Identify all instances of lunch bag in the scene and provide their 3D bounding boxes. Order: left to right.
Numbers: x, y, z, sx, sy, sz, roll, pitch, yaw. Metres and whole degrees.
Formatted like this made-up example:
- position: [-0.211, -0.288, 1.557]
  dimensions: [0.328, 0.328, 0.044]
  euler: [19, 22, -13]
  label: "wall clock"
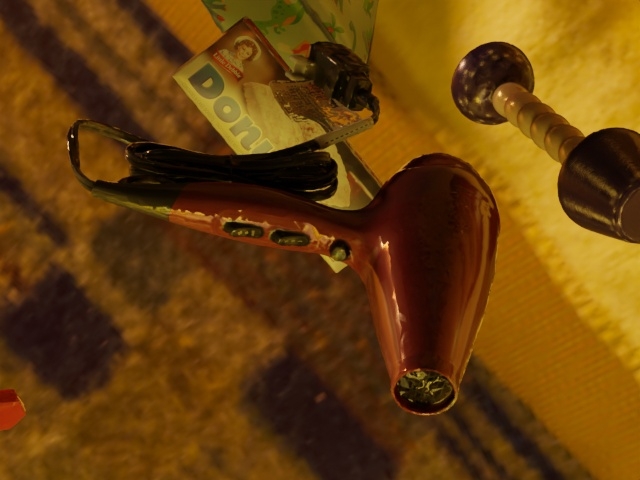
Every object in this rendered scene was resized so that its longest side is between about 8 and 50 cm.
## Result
- position: [-0.032, -0.224, 1.192]
  dimensions: [0.219, 0.090, 0.176]
  euler: [50, 39, -49]
  label: "lunch bag"

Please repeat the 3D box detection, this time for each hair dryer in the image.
- position: [0.000, 0.000, 0.968]
  dimensions: [0.224, 0.080, 0.293]
  euler: [-24, 48, -26]
  label: "hair dryer"

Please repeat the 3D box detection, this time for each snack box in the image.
- position: [-0.019, -0.064, 1.101]
  dimensions: [0.178, 0.064, 0.022]
  euler: [50, 14, -13]
  label: "snack box"

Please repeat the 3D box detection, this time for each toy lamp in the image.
- position: [0.179, -0.074, 1.188]
  dimensions: [0.080, 0.080, 0.274]
  euler: [18, 19, -24]
  label: "toy lamp"

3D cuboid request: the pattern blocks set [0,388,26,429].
- position: [-0.421, 0.137, 1.339]
  dimensions: [0.325, 0.285, 0.026]
  euler: [-21, 51, -12]
  label: "pattern blocks set"
